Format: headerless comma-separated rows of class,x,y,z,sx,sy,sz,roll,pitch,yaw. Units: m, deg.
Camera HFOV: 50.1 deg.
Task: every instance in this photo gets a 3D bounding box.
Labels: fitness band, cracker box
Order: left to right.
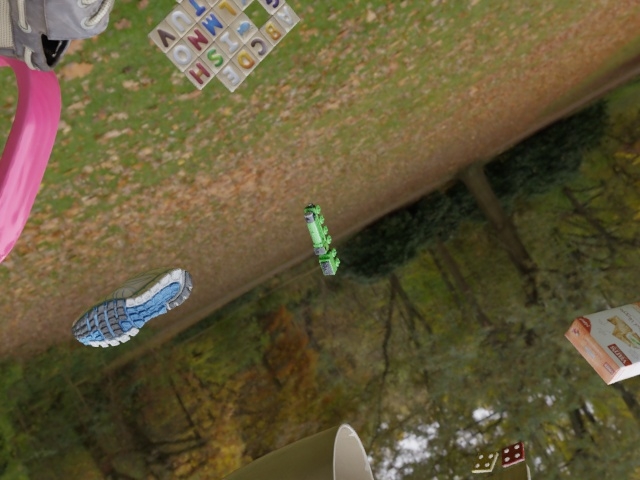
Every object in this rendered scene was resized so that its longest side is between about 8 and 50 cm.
fitness band,-0.400,-0.092,0.781,0.209,0.291,0.054,11,172,31
cracker box,0.723,0.238,1.629,0.232,0.156,0.067,-9,136,-27

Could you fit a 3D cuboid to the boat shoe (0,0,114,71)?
boat shoe,-0.210,-0.235,0.538,0.355,0.130,0.132,-9,-126,59

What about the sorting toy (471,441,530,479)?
sorting toy,0.341,0.493,1.281,0.132,0.046,0.274,-31,-165,22

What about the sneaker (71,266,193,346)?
sneaker,-0.290,0.094,1.032,0.190,0.071,0.083,-28,-149,-35

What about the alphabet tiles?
alphabet tiles,-0.168,-0.373,1.146,0.237,0.198,0.009,-52,-158,-21

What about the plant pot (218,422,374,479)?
plant pot,-0.065,0.453,1.115,0.274,0.256,0.256,-15,-179,13

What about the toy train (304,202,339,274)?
toy train,0.000,0.000,0.703,0.017,0.083,0.024,-6,-147,24
